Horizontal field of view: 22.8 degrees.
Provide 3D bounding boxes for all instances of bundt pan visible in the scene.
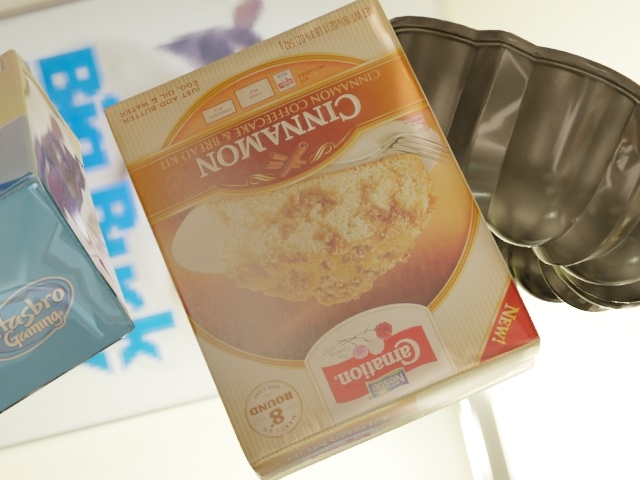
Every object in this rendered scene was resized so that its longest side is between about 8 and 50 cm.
[{"bbox_3d":[0.139,-0.041,1.189,0.331,0.331,0.124,77,34,-78],"label":"bundt pan"}]

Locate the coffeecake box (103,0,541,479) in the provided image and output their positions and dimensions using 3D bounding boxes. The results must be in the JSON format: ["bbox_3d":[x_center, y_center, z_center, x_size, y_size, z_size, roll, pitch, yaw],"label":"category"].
[{"bbox_3d":[0.000,0.000,0.749,0.068,0.142,0.185,74,-8,-73],"label":"coffeecake box"}]

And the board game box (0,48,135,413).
[{"bbox_3d":[-0.207,0.028,0.658,0.064,0.242,0.316,59,-3,-19],"label":"board game box"}]
